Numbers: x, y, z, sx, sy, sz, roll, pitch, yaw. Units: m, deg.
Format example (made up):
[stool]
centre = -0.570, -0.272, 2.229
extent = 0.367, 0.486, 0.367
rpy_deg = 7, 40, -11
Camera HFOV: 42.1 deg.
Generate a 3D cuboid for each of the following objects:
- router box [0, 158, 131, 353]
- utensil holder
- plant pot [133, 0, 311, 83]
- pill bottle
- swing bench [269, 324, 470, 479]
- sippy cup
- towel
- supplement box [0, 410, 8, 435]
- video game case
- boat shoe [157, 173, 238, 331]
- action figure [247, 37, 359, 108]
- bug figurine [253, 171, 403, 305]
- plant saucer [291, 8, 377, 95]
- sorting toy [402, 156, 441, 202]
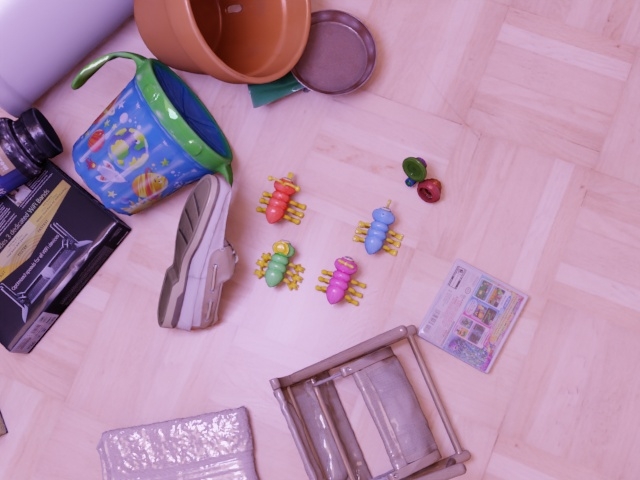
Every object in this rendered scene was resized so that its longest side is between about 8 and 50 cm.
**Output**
[router box]
centre = -0.548, 0.017, 1.553
extent = 0.243, 0.081, 0.309
rpy_deg = 39, 86, 11
[utensil holder]
centre = -0.522, -0.468, 1.518
extent = 0.385, 0.327, 0.327
rpy_deg = -42, 79, -5
[plant pot]
centre = -0.187, -0.408, 1.444
extent = 0.203, 0.290, 0.291
rpy_deg = 0, 78, 41
[pill bottle]
centre = -0.579, -0.143, 1.481
extent = 0.219, 0.123, 0.123
rpy_deg = -31, 78, 0
[swing bench]
centre = 0.084, 0.304, 1.396
extent = 0.254, 0.165, 0.253
rpy_deg = -24, 79, 10
[sippy cup]
centre = -0.315, -0.169, 1.500
extent = 0.224, 0.240, 0.306
rpy_deg = -37, 63, 10
[towel]
centre = -0.250, 0.407, 1.470
extent = 0.282, 0.049, 0.187
rpy_deg = -12, 80, 4
[supplement box]
centre = -0.623, 0.324, 1.506
extent = 0.056, 0.083, 0.083
rpy_deg = -25, 78, 1
[video game case]
centre = 0.269, 0.134, 1.477
extent = 0.143, 0.019, 0.157
rpy_deg = 29, 83, 10
[boat shoe]
centre = -0.201, 0.024, 1.461
extent = 0.103, 0.113, 0.302
rpy_deg = 10, 118, -23
[action figure]
centre = -0.029, -0.330, 1.568
extent = 0.232, 0.063, 0.137
rpy_deg = -14, 77, -3
[bug figurine]
centre = 0.000, 0.000, 1.502
extent = 0.278, 0.072, 0.216
rpy_deg = 16, 82, 8
[plant saucer]
centre = 0.019, -0.342, 1.531
extent = 0.168, 0.029, 0.169
rpy_deg = 1, 79, -5
[sorting toy]
centre = 0.187, -0.117, 1.510
extent = 0.042, 0.061, 0.102
rpy_deg = -44, 116, -31
